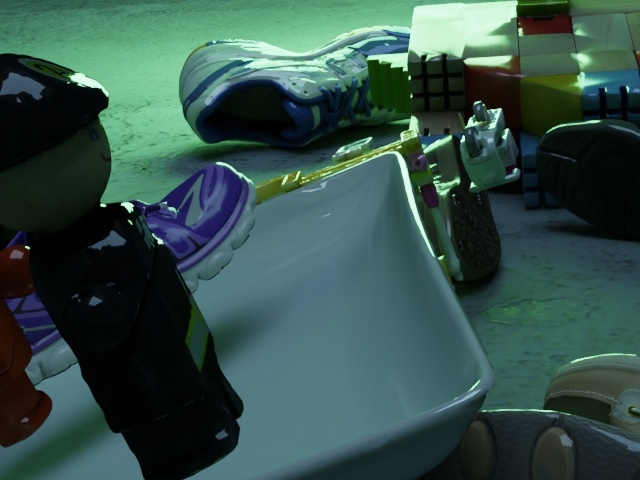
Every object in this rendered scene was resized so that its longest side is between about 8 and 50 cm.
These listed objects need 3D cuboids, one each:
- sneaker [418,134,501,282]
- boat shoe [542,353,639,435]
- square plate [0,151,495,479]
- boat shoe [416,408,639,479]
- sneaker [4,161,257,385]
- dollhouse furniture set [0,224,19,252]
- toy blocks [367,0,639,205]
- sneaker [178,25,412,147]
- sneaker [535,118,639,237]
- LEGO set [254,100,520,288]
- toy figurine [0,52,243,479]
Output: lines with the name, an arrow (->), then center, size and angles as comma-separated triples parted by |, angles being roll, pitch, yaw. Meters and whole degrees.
sneaker -> 0.087, -0.011, 1.044 | 0.071, 0.066, 0.188 | -35, 18, 20
boat shoe -> 0.161, 0.098, 0.646 | 0.059, 0.063, 0.170 | -43, 29, -26
square plate -> -0.100, 0.083, 0.623 | 0.347, 0.049, 0.344 | -24, 16, 5
boat shoe -> 0.141, 0.129, 0.497 | 0.324, 0.123, 0.116 | -2, -19, 38
sneaker -> -0.102, 0.005, 0.654 | 0.170, 0.071, 0.068 | -34, 18, -28
dollhouse furniture set -> -0.299, -0.100, 0.987 | 0.151, 0.301, 0.197 | -7, 14, -1
toy blocks -> 0.221, -0.122, 1.213 | 0.381, 0.191, 0.261 | -3, 29, 8
sneaker -> 0.005, -0.140, 1.437 | 0.296, 0.112, 0.131 | -6, 34, -1
sneaker -> 0.285, -0.054, 1.076 | 0.227, 0.087, 0.130 | 6, 18, 21
LEGO set -> 0.000, 0.000, 0.959 | 0.287, 0.107, 0.132 | -16, 10, 28
toy figurine -> -0.158, 0.046, 0.469 | 0.213, 0.148, 0.209 | -5, 27, 49
